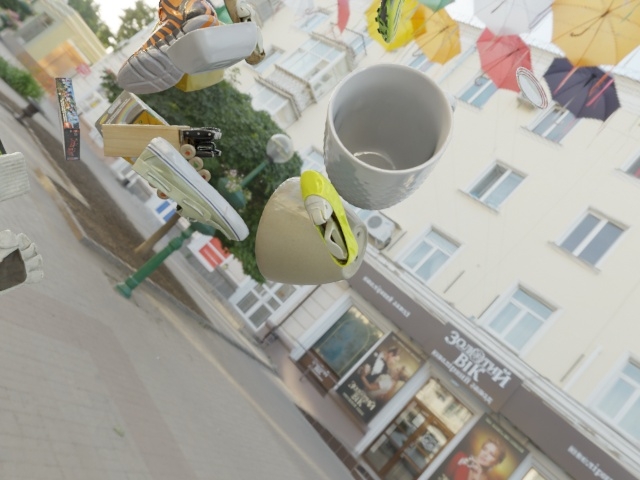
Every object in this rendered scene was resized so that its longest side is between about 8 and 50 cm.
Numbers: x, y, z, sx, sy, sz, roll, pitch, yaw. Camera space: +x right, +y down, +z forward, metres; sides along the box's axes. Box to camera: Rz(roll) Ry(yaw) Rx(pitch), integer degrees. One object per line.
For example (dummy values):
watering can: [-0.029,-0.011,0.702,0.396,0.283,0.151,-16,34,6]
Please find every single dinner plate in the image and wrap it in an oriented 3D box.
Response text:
dinner plate: [0.593,-0.425,1.254,0.141,0.141,0.017,47,-40,-6]

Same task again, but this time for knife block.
knife block: [-0.419,-0.270,1.218,0.242,0.275,0.088,15,-71,46]

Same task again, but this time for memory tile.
memory tile: [-0.361,-0.168,1.108,0.012,0.147,0.113,-109,175,-54]

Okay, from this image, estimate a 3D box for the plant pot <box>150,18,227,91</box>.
plant pot: [-0.445,-0.621,1.464,0.212,0.187,0.212,31,-39,0]

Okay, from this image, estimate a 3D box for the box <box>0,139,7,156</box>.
box: [-0.824,-0.239,1.021,0.184,0.045,0.191,17,-45,8]

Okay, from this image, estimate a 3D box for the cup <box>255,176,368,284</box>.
cup: [0.000,0.000,1.320,0.236,0.331,0.331,18,-23,26]

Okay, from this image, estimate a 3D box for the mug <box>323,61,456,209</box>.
mug: [0.181,-0.244,1.110,0.276,0.374,0.328,54,-13,12]

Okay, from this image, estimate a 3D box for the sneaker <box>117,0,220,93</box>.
sneaker: [-0.422,-0.541,1.211,0.180,0.320,0.124,63,7,26]

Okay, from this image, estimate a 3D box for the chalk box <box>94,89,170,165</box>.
chalk box: [-0.645,-0.388,1.559,0.289,0.180,0.179,44,1,41]

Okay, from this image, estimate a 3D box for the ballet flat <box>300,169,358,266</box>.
ballet flat: [0.017,-0.039,0.949,0.077,0.077,0.231,-12,-60,30]

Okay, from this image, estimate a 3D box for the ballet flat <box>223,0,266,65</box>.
ballet flat: [-0.197,-0.582,1.199,0.067,0.073,0.206,-2,-55,30]

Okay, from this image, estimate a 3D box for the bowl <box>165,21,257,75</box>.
bowl: [-0.190,-0.342,0.803,0.142,0.141,0.053,1,-65,50]

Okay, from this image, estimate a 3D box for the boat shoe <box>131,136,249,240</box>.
boat shoe: [-0.283,-0.092,0.993,0.302,0.094,0.109,49,-10,-31]

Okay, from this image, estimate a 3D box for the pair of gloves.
pair of gloves: [-0.526,-0.015,0.688,0.042,0.241,0.204,7,14,12]

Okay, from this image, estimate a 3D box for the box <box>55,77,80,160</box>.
box: [-0.768,-0.362,1.355,0.233,0.044,0.159,-27,-106,59]

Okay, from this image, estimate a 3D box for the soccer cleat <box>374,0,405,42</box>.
soccer cleat: [0.247,-0.790,1.458,0.094,0.121,0.289,58,-15,35]
